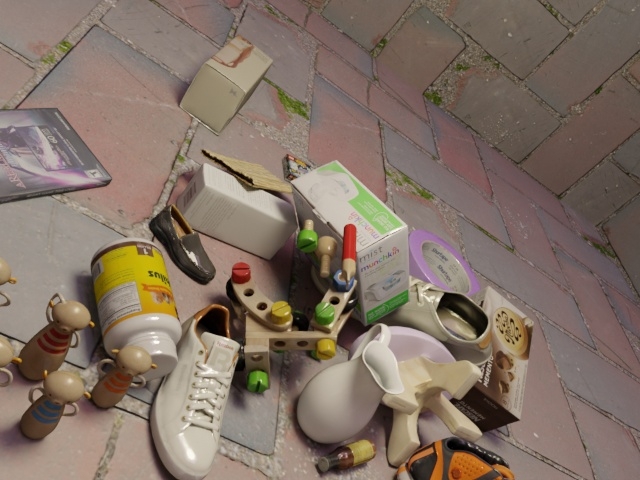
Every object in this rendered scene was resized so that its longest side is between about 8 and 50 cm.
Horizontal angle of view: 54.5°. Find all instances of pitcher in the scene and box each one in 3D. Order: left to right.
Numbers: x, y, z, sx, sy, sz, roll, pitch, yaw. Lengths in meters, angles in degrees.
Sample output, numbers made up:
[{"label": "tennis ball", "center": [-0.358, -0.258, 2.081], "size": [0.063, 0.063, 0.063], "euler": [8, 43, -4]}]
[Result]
[{"label": "pitcher", "center": [0.054, 0.255, 1.114], "size": [0.125, 0.207, 0.178], "euler": [36, 30, -12]}]

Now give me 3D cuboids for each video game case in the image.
[{"label": "video game case", "center": [-0.535, -0.158, 1.110], "size": [0.196, 0.026, 0.274], "euler": [50, 30, 11]}]

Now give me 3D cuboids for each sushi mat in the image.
[{"label": "sushi mat", "center": [-0.150, -0.154, 1.448], "size": [0.151, 0.019, 0.316], "euler": [31, 9, 14]}]

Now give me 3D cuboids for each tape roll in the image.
[{"label": "tape roll", "center": [0.325, 0.101, 1.751], "size": [0.274, 0.090, 0.275], "euler": [31, 33, -23]}]

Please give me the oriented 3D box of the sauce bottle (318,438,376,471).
[{"label": "sauce bottle", "center": [0.047, 0.384, 1.108], "size": [0.128, 0.042, 0.042], "euler": [7, 46, -48]}]

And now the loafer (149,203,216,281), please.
[{"label": "loafer", "center": [-0.258, 0.005, 1.198], "size": [0.170, 0.061, 0.062], "euler": [47, 29, 4]}]

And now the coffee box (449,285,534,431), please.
[{"label": "coffee box", "center": [0.403, 0.283, 1.509], "size": [0.168, 0.119, 0.297], "euler": [38, 47, -12]}]

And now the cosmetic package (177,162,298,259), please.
[{"label": "cosmetic package", "center": [-0.175, -0.058, 1.324], "size": [0.231, 0.117, 0.086], "euler": [25, 33, -31]}]

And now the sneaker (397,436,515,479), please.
[{"label": "sneaker", "center": [0.290, 0.498, 1.098], "size": [0.321, 0.180, 0.124], "euler": [54, 14, 17]}]

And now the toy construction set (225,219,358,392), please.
[{"label": "toy construction set", "center": [-0.037, 0.139, 1.086], "size": [0.257, 0.309, 0.237], "euler": [23, 40, -17]}]

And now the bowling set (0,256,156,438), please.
[{"label": "bowling set", "center": [-0.360, 0.171, 0.776], "size": [0.287, 0.154, 0.200], "euler": [31, 32, -20]}]

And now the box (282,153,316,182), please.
[{"label": "box", "center": [-0.040, -0.176, 1.722], "size": [0.137, 0.027, 0.094], "euler": [25, 34, -29]}]

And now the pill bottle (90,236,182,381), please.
[{"label": "pill bottle", "center": [-0.288, 0.108, 0.978], "size": [0.117, 0.117, 0.215], "euler": [12, 43, -42]}]

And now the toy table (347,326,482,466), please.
[{"label": "toy table", "center": [0.191, 0.299, 1.224], "size": [0.274, 0.252, 0.161], "euler": [17, 21, -24]}]

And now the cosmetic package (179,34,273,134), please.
[{"label": "cosmetic package", "center": [-0.245, -0.424, 1.667], "size": [0.129, 0.153, 0.296], "euler": [35, 30, -11]}]

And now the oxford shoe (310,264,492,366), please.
[{"label": "oxford shoe", "center": [0.188, 0.131, 1.399], "size": [0.449, 0.130, 0.169], "euler": [27, 50, 13]}]

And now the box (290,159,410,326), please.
[{"label": "box", "center": [0.060, 0.003, 1.301], "size": [0.126, 0.231, 0.262], "euler": [-26, 46, -17]}]

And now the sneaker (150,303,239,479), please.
[{"label": "sneaker", "center": [-0.186, 0.217, 0.961], "size": [0.105, 0.123, 0.290], "euler": [26, 35, -31]}]
